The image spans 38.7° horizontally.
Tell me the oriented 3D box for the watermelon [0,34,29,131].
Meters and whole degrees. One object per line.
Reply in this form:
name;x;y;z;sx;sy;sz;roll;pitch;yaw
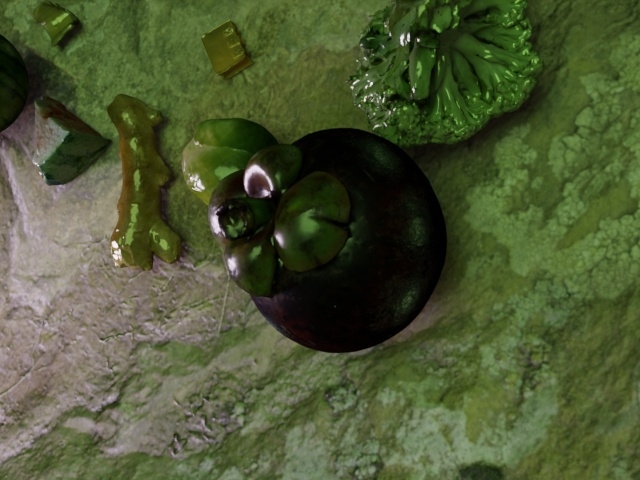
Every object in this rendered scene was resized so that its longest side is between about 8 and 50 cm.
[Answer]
watermelon;-0.587;-0.268;1.503;0.188;0.215;0.187;-7;69;19

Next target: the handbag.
handbag;-0.149;-0.303;1.442;0.061;0.027;0.083;-28;71;16

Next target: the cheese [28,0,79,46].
cheese;-0.458;-0.379;1.567;0.060;0.041;0.084;-45;84;16

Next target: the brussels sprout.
brussels sprout;-0.129;-0.107;1.353;0.155;0.117;0.155;-18;55;27

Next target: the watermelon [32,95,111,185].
watermelon;-0.417;-0.183;1.491;0.121;0.098;0.158;-11;73;18

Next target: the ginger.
ginger;-0.291;-0.096;1.439;0.118;0.065;0.298;-11;78;5

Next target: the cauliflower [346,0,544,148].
cauliflower;0.149;-0.267;1.202;0.272;0.250;0.275;-23;68;14

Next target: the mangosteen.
mangosteen;0.011;0.005;1.178;0.301;0.300;0.300;-4;79;20
